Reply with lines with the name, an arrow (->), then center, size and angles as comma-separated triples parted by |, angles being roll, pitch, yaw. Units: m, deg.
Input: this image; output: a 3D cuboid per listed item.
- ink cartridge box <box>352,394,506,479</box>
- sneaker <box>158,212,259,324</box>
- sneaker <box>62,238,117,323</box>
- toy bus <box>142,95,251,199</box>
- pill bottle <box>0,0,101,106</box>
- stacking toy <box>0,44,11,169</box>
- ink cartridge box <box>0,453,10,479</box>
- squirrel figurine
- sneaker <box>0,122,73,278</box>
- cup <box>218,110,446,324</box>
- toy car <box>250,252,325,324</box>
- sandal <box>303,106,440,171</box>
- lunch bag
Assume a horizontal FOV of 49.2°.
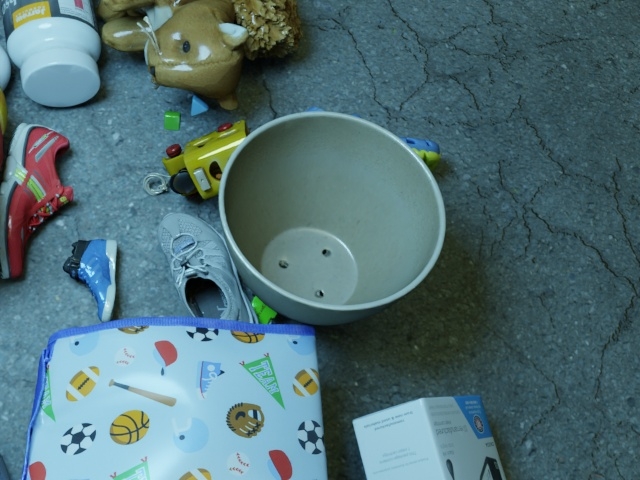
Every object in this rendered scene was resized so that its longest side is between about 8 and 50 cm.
ink cartridge box -> 0.189, 0.396, 1.033 | 0.223, 0.129, 0.307 | 17, 53, -55
sneaker -> -0.191, 0.051, 1.141 | 0.105, 0.115, 0.281 | -38, 63, 2
sneaker -> -0.381, 0.066, 1.152 | 0.084, 0.058, 0.152 | 2, 62, -17
toy bus -> -0.195, -0.124, 1.203 | 0.191, 0.202, 0.104 | 18, 23, -14
pill bottle -> -0.490, -0.396, 1.275 | 0.162, 0.162, 0.278 | -11, 69, -16
stacking toy -> -0.615, -0.201, 1.097 | 0.350, 0.350, 0.480 | 10, 43, -8
ink cartridge box -> -0.583, 0.363, 0.917 | 0.309, 0.272, 0.130 | -36, 109, -23
squirrel figurine -> -0.199, -0.428, 1.272 | 0.397, 0.281, 0.370 | -16, 59, -28
sneaker -> -0.477, -0.069, 1.172 | 0.118, 0.107, 0.279 | 11, 68, -23
cup -> 0.000, 0.000, 1.098 | 0.331, 0.237, 0.331 | 5, 61, -9
toy car -> -0.072, 0.072, 1.220 | 0.239, 0.053, 0.225 | 30, 65, 2
sandal -> 0.075, -0.185, 1.329 | 0.317, 0.126, 0.138 | 4, 62, -12
lunch bag -> -0.204, 0.288, 0.972 | 0.385, 0.239, 0.328 | 7, 50, -18
